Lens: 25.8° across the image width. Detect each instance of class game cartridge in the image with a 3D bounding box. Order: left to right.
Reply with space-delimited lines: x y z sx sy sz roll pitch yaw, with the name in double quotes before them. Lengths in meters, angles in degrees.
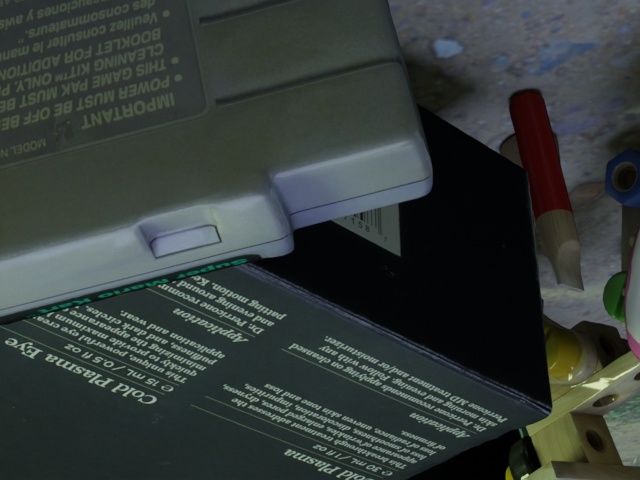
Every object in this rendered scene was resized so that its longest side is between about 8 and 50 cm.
"game cartridge" -0.150 -0.072 0.561 0.355 0.230 0.068 -14 157 3

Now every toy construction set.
"toy construction set" 0.193 0.070 0.975 0.257 0.237 0.309 -19 150 18

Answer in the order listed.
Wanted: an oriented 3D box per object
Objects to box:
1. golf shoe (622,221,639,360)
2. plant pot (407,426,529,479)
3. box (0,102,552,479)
"golf shoe" 0.282 -0.032 0.800 0.115 0.140 0.306 6 118 -37
"plant pot" 0.162 0.186 1.270 0.165 0.166 0.234 -27 155 29
"box" -0.099 0.027 0.816 0.343 0.179 0.312 28 135 -32
